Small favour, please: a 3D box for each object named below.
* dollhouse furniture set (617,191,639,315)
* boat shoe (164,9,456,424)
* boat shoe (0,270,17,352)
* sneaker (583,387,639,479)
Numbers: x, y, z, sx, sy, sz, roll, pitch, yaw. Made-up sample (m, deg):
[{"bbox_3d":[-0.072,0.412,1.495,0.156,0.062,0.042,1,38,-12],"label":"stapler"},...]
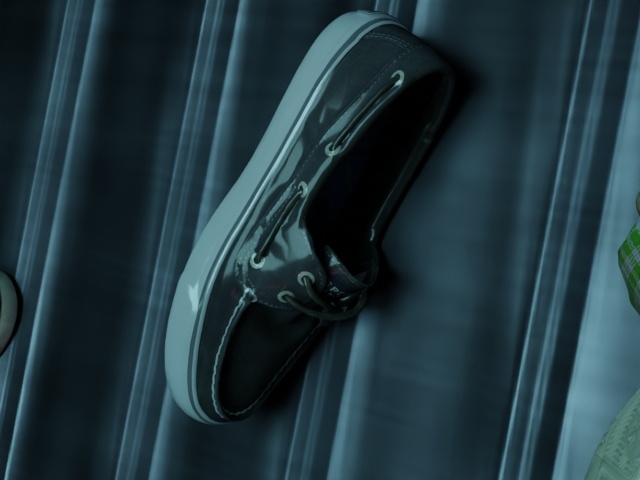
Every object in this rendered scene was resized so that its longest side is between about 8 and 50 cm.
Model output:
[{"bbox_3d":[0.158,0.120,0.428,0.151,0.301,0.197,-44,59,26],"label":"dollhouse furniture set"},{"bbox_3d":[0.000,0.000,0.757,0.076,0.080,0.228,34,98,42],"label":"boat shoe"},{"bbox_3d":[-0.272,0.099,0.992,0.206,0.065,0.075,-55,51,21],"label":"boat shoe"},{"bbox_3d":[0.147,0.125,0.613,0.152,0.085,0.058,-60,12,-27],"label":"sneaker"}]
